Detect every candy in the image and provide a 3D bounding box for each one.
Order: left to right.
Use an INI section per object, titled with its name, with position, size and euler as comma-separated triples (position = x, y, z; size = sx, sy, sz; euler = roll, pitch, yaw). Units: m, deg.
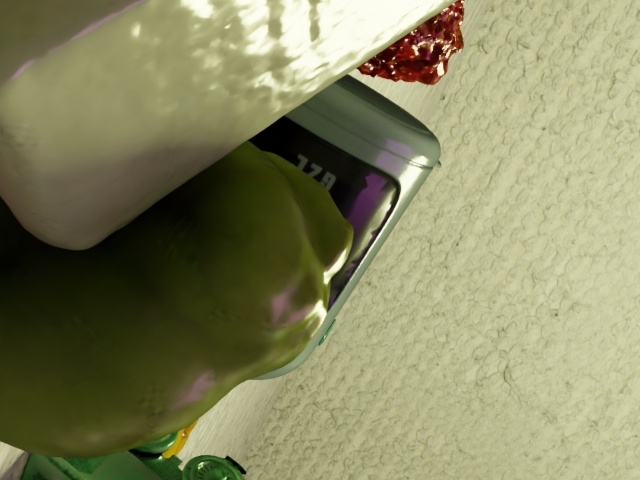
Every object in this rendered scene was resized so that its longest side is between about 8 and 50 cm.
[candy]
position = -0.042, -0.161, 0.456
size = 0.359, 0.145, 0.208
euler = -35, 164, -11

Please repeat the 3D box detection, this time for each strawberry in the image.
[strawberry]
position = 0.075, -0.262, 1.000
size = 0.184, 0.201, 0.187
euler = -36, -161, 24

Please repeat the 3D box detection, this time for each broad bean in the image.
[broad bean]
position = -0.123, 0.022, 0.564
size = 0.119, 0.291, 0.238
euler = 57, 41, -48

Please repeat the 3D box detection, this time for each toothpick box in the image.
[toothpick box]
position = -0.060, -0.015, 0.949
size = 0.354, 0.263, 0.263
euler = -59, 172, 14

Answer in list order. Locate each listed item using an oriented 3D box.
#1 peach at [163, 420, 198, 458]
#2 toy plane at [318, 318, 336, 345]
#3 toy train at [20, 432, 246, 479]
[peach]
position = -0.240, 0.263, 1.330
size = 0.179, 0.103, 0.179
euler = -60, 175, -8
[toy plane]
position = -0.064, 0.153, 1.446
size = 0.155, 0.106, 0.382
euler = -57, 169, 18
[toy train]
position = -0.221, 0.322, 1.102
size = 0.202, 0.266, 0.145
euler = -31, 152, -57
